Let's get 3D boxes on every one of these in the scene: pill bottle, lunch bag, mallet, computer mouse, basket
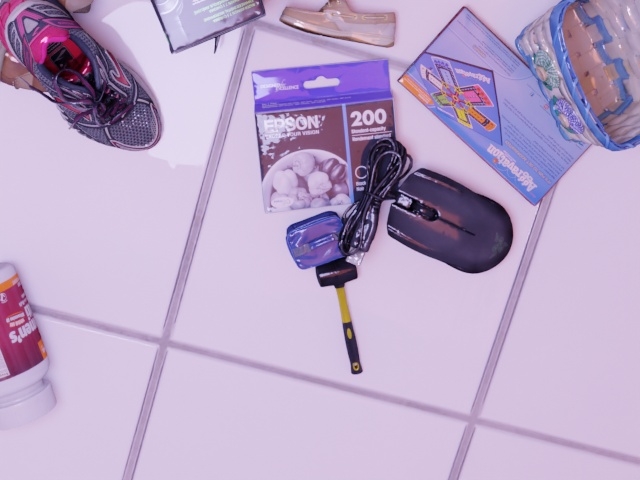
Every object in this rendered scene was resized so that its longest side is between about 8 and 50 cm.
[{"bbox_3d":[-0.466,0.153,1.563,0.121,0.121,0.221,-17,103,0],"label":"pill bottle"},{"bbox_3d":[0.000,0.000,1.592,0.098,0.065,0.067,-22,103,1],"label":"lunch bag"},{"bbox_3d":[0.029,0.117,1.638,0.062,0.039,0.189,-6,107,-4],"label":"mallet"},{"bbox_3d":[0.174,-0.022,1.569,0.272,0.072,0.188,18,96,-21],"label":"computer mouse"},{"bbox_3d":[0.418,-0.241,1.449,0.201,0.289,0.255,-34,101,-25],"label":"basket"}]

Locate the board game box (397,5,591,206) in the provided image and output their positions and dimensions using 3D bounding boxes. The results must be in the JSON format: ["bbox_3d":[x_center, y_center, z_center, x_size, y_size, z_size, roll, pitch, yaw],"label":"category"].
[{"bbox_3d":[0.263,-0.195,1.589,0.281,0.027,0.145,41,95,-11],"label":"board game box"}]

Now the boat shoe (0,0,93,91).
[{"bbox_3d":[-0.362,-0.353,1.469,0.116,0.123,0.324,21,109,-12],"label":"boat shoe"}]

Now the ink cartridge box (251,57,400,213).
[{"bbox_3d":[0.009,-0.153,1.571,0.206,0.045,0.208,-7,102,-2],"label":"ink cartridge box"}]

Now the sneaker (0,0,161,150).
[{"bbox_3d":[-0.314,-0.203,1.448,0.121,0.112,0.299,-46,140,1],"label":"sneaker"}]

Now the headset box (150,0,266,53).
[{"bbox_3d":[-0.176,-0.383,1.404,0.131,0.246,0.283,-23,104,0],"label":"headset box"}]

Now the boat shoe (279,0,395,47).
[{"bbox_3d":[0.027,-0.316,1.530,0.170,0.063,0.059,8,99,-16],"label":"boat shoe"}]
